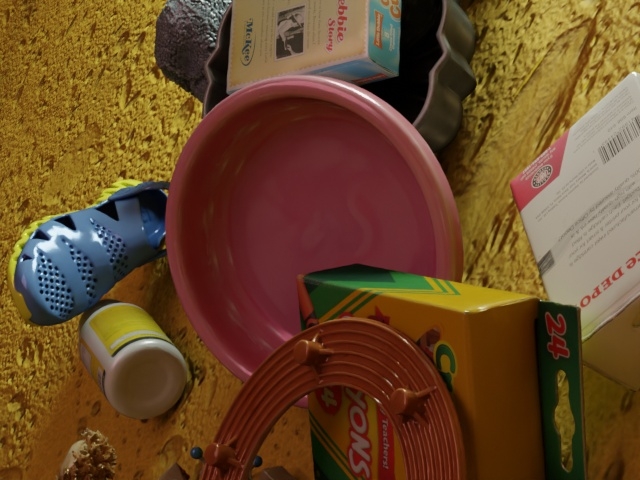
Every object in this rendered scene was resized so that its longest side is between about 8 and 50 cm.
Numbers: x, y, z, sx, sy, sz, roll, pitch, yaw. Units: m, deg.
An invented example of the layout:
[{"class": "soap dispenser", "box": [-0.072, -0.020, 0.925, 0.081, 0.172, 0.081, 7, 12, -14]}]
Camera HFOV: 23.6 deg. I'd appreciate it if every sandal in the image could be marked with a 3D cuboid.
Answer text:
[{"class": "sandal", "box": [-0.267, 0.003, 1.938, 0.138, 0.126, 0.317, -7, 25, 36]}]

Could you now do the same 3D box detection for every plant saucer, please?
[{"class": "plant saucer", "box": [0.000, 0.000, 1.524, 0.332, 0.084, 0.332, 6, 102, 31]}]

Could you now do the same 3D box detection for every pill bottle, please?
[{"class": "pill bottle", "box": [-0.237, 0.138, 1.880, 0.103, 0.103, 0.184, -58, 30, 4]}]

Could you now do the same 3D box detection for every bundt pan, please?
[{"class": "bundt pan", "box": [0.034, -0.176, 1.665, 0.331, 0.124, 0.331, -14, 66, 35]}]

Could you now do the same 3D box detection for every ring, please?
[{"class": "ring", "box": [-0.010, 0.225, 1.274, 0.336, 0.032, 0.336, -23, 58, 43]}]

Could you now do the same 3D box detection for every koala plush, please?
[{"class": "koala plush", "box": [-0.085, -0.207, 1.887, 0.196, 0.203, 0.221, -53, 43, 12]}]

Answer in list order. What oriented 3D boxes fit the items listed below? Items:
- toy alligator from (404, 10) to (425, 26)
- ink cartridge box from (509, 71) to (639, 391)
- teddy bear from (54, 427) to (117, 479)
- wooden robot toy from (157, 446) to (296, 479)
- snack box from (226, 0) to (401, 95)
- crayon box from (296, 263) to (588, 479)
[{"class": "toy alligator", "box": [0.115, -0.261, 1.746, 0.189, 0.051, 0.056, -54, 51, 10]}, {"class": "ink cartridge box", "box": [0.262, -0.009, 1.275, 0.158, 0.092, 0.218, -44, 33, 27]}, {"class": "teddy bear", "box": [-0.236, 0.370, 1.631, 0.338, 0.113, 0.245, -102, 24, -43]}, {"class": "wooden robot toy", "box": [-0.081, 0.257, 1.495, 0.079, 0.173, 0.076, 38, 102, 38]}, {"class": "snack box", "box": [-0.002, -0.311, 1.619, 0.187, 0.060, 0.322, -9, 70, 37]}, {"class": "crayon box", "box": [0.097, 0.136, 1.315, 0.318, 0.081, 0.202, 8, 105, 58]}]
